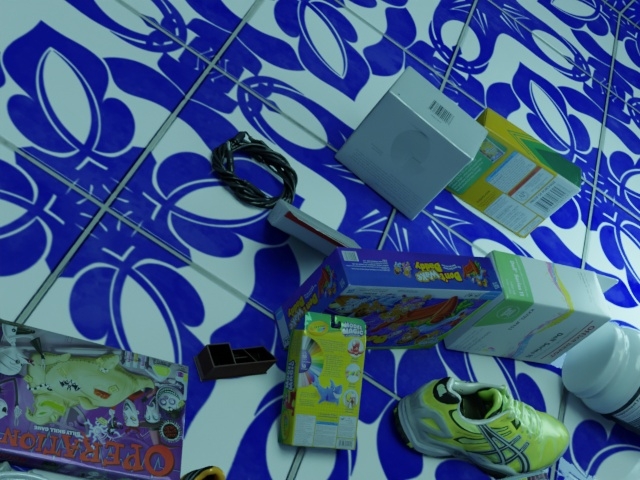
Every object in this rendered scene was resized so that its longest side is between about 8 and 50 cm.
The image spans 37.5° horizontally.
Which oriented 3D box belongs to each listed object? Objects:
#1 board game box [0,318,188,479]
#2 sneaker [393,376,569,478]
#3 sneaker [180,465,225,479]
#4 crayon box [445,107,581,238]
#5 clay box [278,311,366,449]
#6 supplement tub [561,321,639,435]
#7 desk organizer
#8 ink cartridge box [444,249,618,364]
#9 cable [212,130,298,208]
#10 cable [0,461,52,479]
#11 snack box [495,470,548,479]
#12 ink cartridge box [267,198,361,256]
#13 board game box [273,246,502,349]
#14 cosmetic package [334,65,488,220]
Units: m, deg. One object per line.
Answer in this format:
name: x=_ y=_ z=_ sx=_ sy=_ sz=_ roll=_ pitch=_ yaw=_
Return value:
board game box: x=-0.368 y=0.243 z=1.397 sx=0.347 sy=0.056 sz=0.208 roll=18 pitch=52 yaw=-24
sneaker: x=0.327 y=0.344 z=1.744 sx=0.385 sy=0.147 sz=0.145 roll=13 pitch=49 yaw=-30
sneaker: x=-0.189 y=0.419 z=1.360 sx=0.084 sy=0.083 sz=0.215 roll=26 pitch=47 yaw=-19
crayon box: x=0.405 y=-0.164 z=2.157 sx=0.323 sy=0.203 sz=0.083 roll=31 pitch=44 yaw=-12
clay box: x=0.005 y=0.237 z=1.596 sx=0.127 sy=0.053 sz=0.222 roll=12 pitch=79 yaw=-29
supplement tub: x=0.669 y=0.302 z=1.989 sx=0.272 sy=0.191 sz=0.191 roll=29 pitch=45 yaw=-14
desk organizer: x=-0.141 y=0.200 z=1.589 sx=0.130 sy=0.050 sz=0.047 roll=-1 pitch=58 yaw=-36
ink cartridge box: x=0.441 y=0.148 z=1.934 sx=0.353 sy=0.207 sz=0.119 roll=11 pitch=50 yaw=-29
cable: x=-0.127 y=-0.133 z=1.866 sx=0.184 sy=0.047 sz=0.150 roll=48 pitch=44 yaw=5
cable: x=-0.400 y=0.424 z=1.198 sx=0.257 sy=0.089 sz=0.257 roll=48 pitch=43 yaw=6
snack box: x=0.359 y=0.481 z=1.713 sx=0.141 sy=0.037 sz=0.100 roll=-2 pitch=84 yaw=-36
ink cartridge box: x=0.000 y=0.000 z=1.757 sx=0.181 sy=0.056 sz=0.224 roll=30 pitch=6 yaw=-14
board game box: x=0.123 y=0.113 z=1.716 sx=0.347 sy=0.233 sz=0.078 roll=4 pitch=56 yaw=-33
cosmetic package: x=0.193 y=-0.206 z=2.023 sx=0.224 sy=0.224 sz=0.138 roll=40 pitch=41 yaw=-3
